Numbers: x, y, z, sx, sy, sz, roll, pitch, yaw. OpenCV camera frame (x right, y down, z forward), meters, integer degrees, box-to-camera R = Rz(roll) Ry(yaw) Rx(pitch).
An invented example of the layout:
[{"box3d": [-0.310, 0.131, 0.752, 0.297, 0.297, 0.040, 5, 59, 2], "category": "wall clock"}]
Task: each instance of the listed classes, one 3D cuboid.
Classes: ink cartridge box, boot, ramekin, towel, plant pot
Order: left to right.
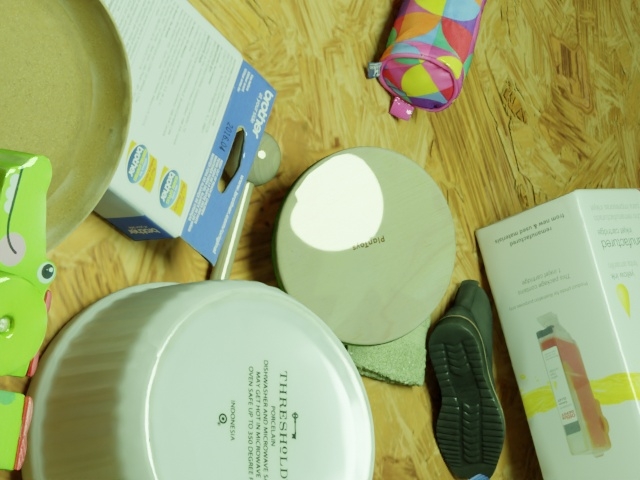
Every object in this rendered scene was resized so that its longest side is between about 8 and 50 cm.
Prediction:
[{"box3d": [-0.236, -0.086, 0.824, 0.236, 0.032, 0.236, -17, 120, -33], "category": "plant pot"}, {"box3d": [-0.167, -0.129, 0.969, 0.311, 0.065, 0.186, 40, 57, -40], "category": "ink cartridge box"}, {"box3d": [-0.078, 0.152, 0.942, 0.272, 0.127, 0.273, 15, 65, -36], "category": "ramekin"}, {"box3d": [0.069, 0.092, 1.288, 0.148, 0.027, 0.110, 25, 66, -50], "category": "towel"}, {"box3d": [0.176, 0.153, 1.397, 0.137, 0.076, 0.198, -55, 142, -62], "category": "boot"}, {"box3d": [0.372, 0.142, 1.483, 0.279, 0.160, 0.385, -3, 75, -45], "category": "ink cartridge box"}]

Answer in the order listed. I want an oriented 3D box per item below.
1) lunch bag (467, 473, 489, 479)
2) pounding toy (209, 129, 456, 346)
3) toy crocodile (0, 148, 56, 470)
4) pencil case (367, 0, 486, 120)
[{"box3d": [0.096, 0.304, 1.147, 0.090, 0.176, 0.219, 48, 21, 16], "category": "lunch bag"}, {"box3d": [0.000, 0.000, 1.169, 0.236, 0.110, 0.183, 13, 85, -22], "category": "pounding toy"}, {"box3d": [-0.228, 0.107, 0.788, 0.105, 0.115, 0.341, 18, 80, -50], "category": "toy crocodile"}, {"box3d": [0.131, -0.250, 1.365, 0.104, 0.104, 0.236, 48, 51, -39], "category": "pencil case"}]
